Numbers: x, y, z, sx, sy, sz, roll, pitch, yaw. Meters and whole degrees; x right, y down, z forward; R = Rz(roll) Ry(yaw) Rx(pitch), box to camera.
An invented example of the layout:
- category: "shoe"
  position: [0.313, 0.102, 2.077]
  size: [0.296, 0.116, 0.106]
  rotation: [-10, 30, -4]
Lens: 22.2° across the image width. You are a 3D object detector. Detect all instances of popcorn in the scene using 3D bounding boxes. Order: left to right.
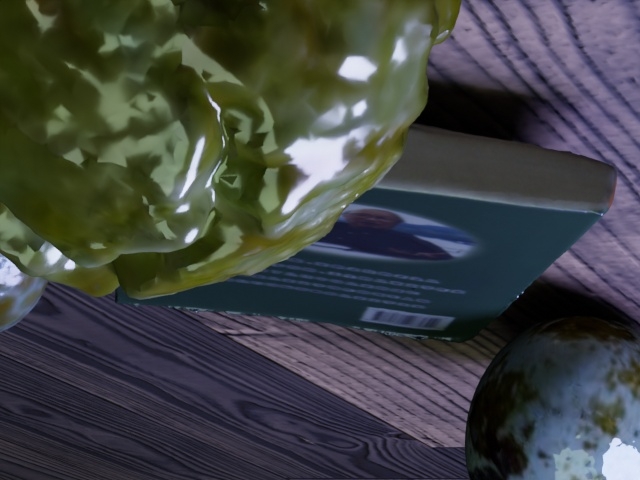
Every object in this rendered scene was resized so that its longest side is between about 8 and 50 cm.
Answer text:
- category: "popcorn"
  position: [-0.053, -0.086, 0.505]
  size: [0.183, 0.204, 0.221]
  rotation: [-11, 153, -35]

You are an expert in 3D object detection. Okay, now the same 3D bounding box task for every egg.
- category: "egg"
  position: [0.182, 0.136, 1.127]
  size: [0.169, 0.169, 0.231]
  rotation: [2, 146, 14]

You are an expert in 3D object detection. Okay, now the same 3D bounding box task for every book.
- category: "book"
  position: [0.000, 0.000, 0.965]
  size: [0.260, 0.043, 0.371]
  rotation: [7, 166, -5]

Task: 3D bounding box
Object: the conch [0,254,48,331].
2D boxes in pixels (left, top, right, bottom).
- category: "conch"
  position: [-0.209, -0.005, 0.959]
  size: [0.116, 0.106, 0.173]
  rotation: [17, 151, 35]
